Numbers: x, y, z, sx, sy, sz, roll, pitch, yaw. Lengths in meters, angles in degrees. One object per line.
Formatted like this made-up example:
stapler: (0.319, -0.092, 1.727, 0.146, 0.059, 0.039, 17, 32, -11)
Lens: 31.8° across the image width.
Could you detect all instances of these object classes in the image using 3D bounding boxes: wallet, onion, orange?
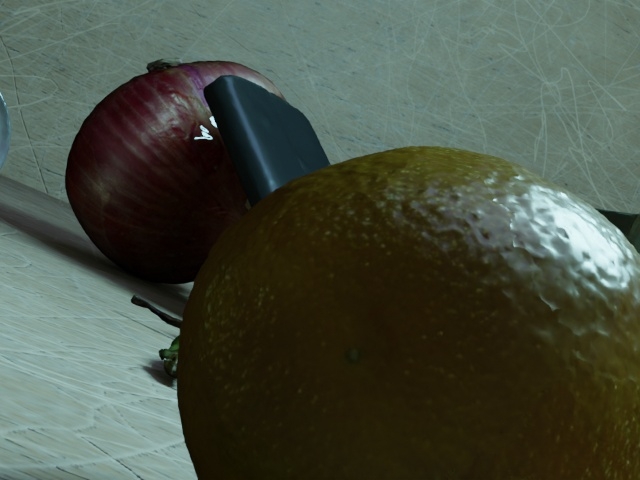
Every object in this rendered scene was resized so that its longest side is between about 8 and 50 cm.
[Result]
wallet: (0.001, 0.000, 1.318, 0.228, 0.062, 0.406, 24, 36, -60)
onion: (-0.183, -0.097, 1.585, 0.354, 0.353, 0.353, 23, -1, 0)
orange: (0.044, 0.059, 0.440, 0.206, 0.206, 0.206, 23, -1, 0)

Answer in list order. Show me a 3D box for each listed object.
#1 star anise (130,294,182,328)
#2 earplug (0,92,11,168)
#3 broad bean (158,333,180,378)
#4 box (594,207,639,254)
star anise: (-0.087, 0.083, 1.079, 0.191, 0.070, 0.097, 22, -28, 3)
earplug: (-0.464, -0.123, 1.291, 0.172, 0.172, 0.301, 24, -6, -23)
broad bean: (-0.004, 0.125, 0.895, 0.292, 0.049, 0.144, 21, 6, -22)
box: (0.197, 0.106, 0.812, 0.155, 0.231, 0.149, 24, -2, -23)
